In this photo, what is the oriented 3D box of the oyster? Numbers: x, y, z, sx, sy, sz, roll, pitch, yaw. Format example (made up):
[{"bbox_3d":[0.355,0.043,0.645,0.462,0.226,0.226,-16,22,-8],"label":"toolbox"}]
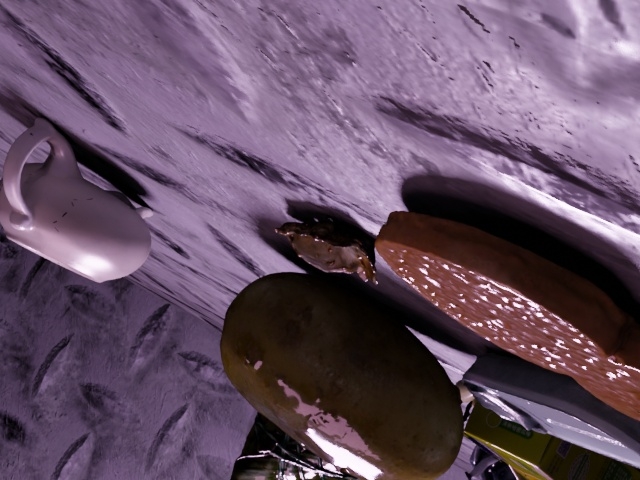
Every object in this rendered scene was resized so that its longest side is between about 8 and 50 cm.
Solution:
[{"bbox_3d":[0.001,-0.001,0.883,0.132,0.029,0.086,28,164,33],"label":"oyster"}]

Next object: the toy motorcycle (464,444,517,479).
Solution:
[{"bbox_3d":[0.304,0.395,1.542,0.159,0.106,0.270,51,-165,-37],"label":"toy motorcycle"}]

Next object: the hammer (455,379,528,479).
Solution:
[{"bbox_3d":[0.231,0.256,1.249,0.195,0.028,0.060,58,165,-1],"label":"hammer"}]

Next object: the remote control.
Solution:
[{"bbox_3d":[0.218,0.153,0.935,0.104,0.052,0.247,36,169,-20],"label":"remote control"}]

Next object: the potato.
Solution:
[{"bbox_3d":[0.021,0.149,1.114,0.307,0.173,0.210,34,156,11],"label":"potato"}]

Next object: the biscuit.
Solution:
[{"bbox_3d":[0.167,0.060,0.662,0.289,0.044,0.202,27,170,12],"label":"biscuit"}]

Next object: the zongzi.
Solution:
[{"bbox_3d":[0.062,0.312,1.749,0.383,0.319,0.362,13,159,1],"label":"zongzi"}]

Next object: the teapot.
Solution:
[{"bbox_3d":[-0.319,-0.042,1.307,0.208,0.166,0.299,35,165,22],"label":"teapot"}]

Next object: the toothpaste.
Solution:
[{"bbox_3d":[0.294,0.265,1.187,0.110,0.077,0.327,17,163,46],"label":"toothpaste"}]
